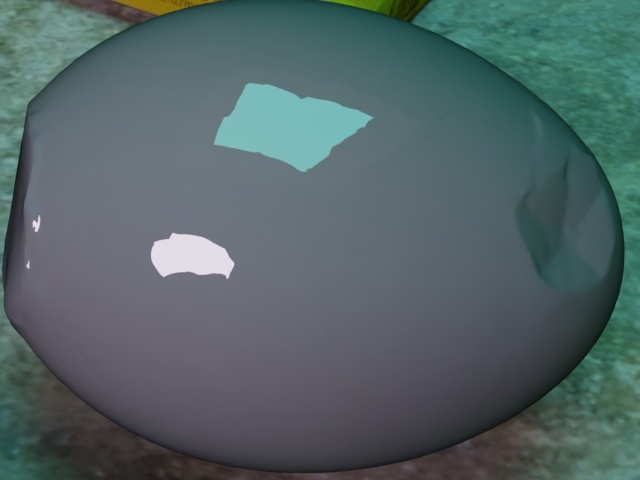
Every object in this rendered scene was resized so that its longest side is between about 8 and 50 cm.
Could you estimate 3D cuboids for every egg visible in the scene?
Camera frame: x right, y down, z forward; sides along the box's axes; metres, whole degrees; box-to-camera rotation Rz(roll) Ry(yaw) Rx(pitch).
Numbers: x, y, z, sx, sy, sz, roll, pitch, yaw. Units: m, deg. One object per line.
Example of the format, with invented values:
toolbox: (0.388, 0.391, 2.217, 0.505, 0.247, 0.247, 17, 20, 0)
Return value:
egg: (0.000, 0.000, 0.670, 0.231, 0.176, 0.176, 9, 36, -7)

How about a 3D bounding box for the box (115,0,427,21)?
box: (-0.074, -0.172, 1.001, 0.269, 0.043, 0.152, 20, 34, 17)
